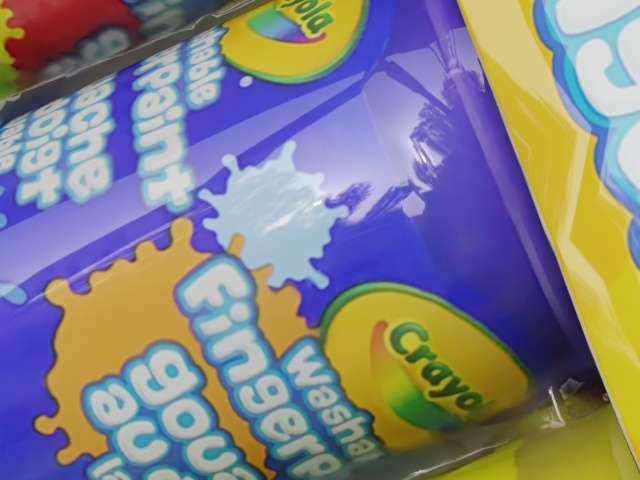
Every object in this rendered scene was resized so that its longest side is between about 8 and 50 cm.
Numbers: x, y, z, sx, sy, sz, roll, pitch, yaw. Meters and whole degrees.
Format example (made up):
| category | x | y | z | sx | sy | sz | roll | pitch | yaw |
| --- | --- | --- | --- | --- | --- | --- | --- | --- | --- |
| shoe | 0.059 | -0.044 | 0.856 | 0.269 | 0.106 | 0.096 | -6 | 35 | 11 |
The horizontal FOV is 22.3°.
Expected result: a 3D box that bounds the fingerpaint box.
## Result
| category | x | y | z | sx | sy | sz | roll | pitch | yaw |
| --- | --- | --- | --- | --- | --- | --- | --- | --- | --- |
| fingerpaint box | 0.000 | 0.000 | 0.454 | 0.371 | 0.444 | 0.163 | -22 | -21 | 11 |
